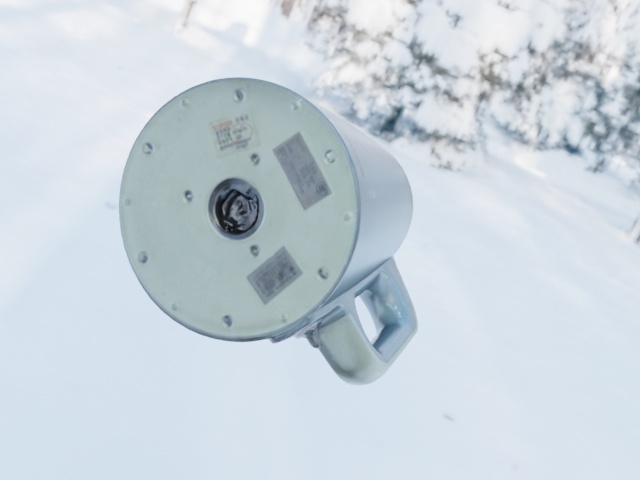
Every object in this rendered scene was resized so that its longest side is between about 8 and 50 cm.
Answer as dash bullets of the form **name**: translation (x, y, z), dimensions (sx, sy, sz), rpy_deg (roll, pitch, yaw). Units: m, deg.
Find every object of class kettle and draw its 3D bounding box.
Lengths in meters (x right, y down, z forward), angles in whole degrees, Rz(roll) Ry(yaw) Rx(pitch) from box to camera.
- **kettle**: translation (0.000, 0.000, 0.703), dimensions (0.211, 0.160, 0.243), rpy_deg (61, 18, 8)
